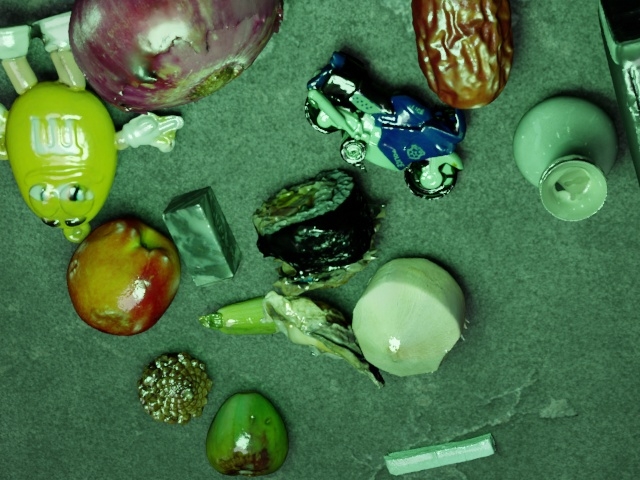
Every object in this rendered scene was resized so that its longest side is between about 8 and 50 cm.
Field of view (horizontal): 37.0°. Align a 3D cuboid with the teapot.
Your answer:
[{"bbox_3d":[0.421,-0.134,1.619,0.183,0.251,0.183,4,117,7],"label":"teapot"}]

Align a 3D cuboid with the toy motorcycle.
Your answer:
[{"bbox_3d":[0.130,-0.213,1.711,0.331,0.125,0.196,32,116,-11],"label":"toy motorcycle"}]

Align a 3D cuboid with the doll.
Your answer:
[{"bbox_3d":[-0.471,-0.231,1.789,0.348,0.161,0.423,-33,109,12],"label":"doll"}]

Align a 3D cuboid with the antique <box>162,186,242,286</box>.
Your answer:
[{"bbox_3d":[-0.229,-0.001,1.897,0.086,0.088,0.183,-15,114,18],"label":"antique"}]

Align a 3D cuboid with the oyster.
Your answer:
[{"bbox_3d":[0.017,0.196,1.902,0.275,0.100,0.271,22,159,7],"label":"oyster"}]

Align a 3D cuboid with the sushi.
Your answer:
[{"bbox_3d":[0.002,0.005,1.783,0.238,0.225,0.219,-3,123,19],"label":"sushi"}]

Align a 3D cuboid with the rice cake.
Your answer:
[{"bbox_3d":[0.258,0.466,2.079,0.245,0.042,0.045,-15,102,16],"label":"rice cake"}]

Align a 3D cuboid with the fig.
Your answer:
[{"bbox_3d":[-0.160,0.420,2.065,0.181,0.181,0.191,4,91,8],"label":"fig"}]

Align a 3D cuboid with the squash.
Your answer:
[{"bbox_3d":[-0.155,0.156,1.976,0.200,0.075,0.090,-1,139,-14],"label":"squash"}]

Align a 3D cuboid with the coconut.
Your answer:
[{"bbox_3d":[0.167,0.156,1.826,0.224,0.234,0.224,4,123,5],"label":"coconut"}]

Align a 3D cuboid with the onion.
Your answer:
[{"bbox_3d":[-0.241,-0.379,1.558,0.358,0.358,0.345,-15,111,17],"label":"onion"}]

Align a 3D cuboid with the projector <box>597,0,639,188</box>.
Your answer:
[{"bbox_3d":[0.594,-0.190,1.477,0.242,0.395,0.405,-14,112,17],"label":"projector"}]

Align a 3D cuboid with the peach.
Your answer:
[{"bbox_3d":[-0.380,0.080,1.856,0.199,0.243,0.243,11,130,-44],"label":"peach"}]

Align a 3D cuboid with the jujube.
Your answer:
[{"bbox_3d":[0.237,-0.345,1.587,0.174,0.174,0.250,-10,113,15],"label":"jujube"}]

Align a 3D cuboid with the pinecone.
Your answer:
[{"bbox_3d":[-0.318,0.317,2.049,0.173,0.173,0.174,4,118,8],"label":"pinecone"}]
